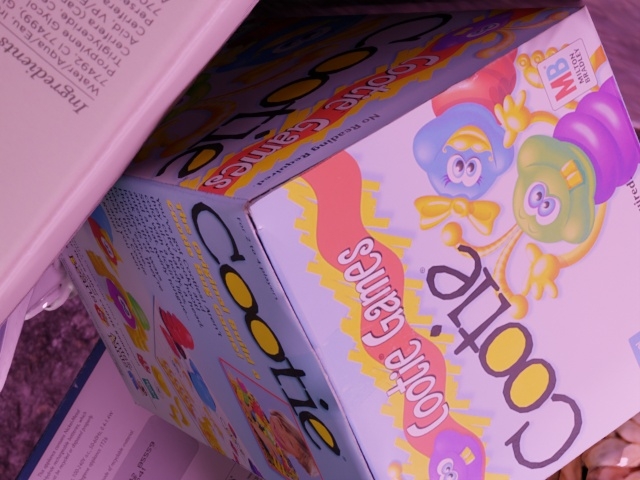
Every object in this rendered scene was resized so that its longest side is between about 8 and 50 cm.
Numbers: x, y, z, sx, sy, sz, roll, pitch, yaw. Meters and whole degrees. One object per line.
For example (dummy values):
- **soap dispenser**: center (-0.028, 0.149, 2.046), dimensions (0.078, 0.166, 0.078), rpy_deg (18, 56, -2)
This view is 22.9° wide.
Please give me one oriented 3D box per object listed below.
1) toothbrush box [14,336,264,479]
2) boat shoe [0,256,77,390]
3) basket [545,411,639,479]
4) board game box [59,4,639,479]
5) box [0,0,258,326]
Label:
- **toothbrush box**: center (-0.044, 0.086, 0.959), dimensions (0.126, 0.216, 0.295), rpy_deg (32, -175, 9)
- **boat shoe**: center (-0.144, -0.011, 0.783), dimensions (0.084, 0.258, 0.095), rpy_deg (26, 133, -23)
- **basket**: center (0.178, 0.154, 0.698), dimensions (0.299, 0.213, 0.223), rpy_deg (17, 177, -18)
- **board game box**: center (0.000, 0.000, 0.638), dimensions (0.275, 0.142, 0.144), rpy_deg (15, 133, 63)
- **box**: center (-0.113, -0.050, 0.518), dimensions (0.113, 0.094, 0.275), rpy_deg (42, 125, -5)
